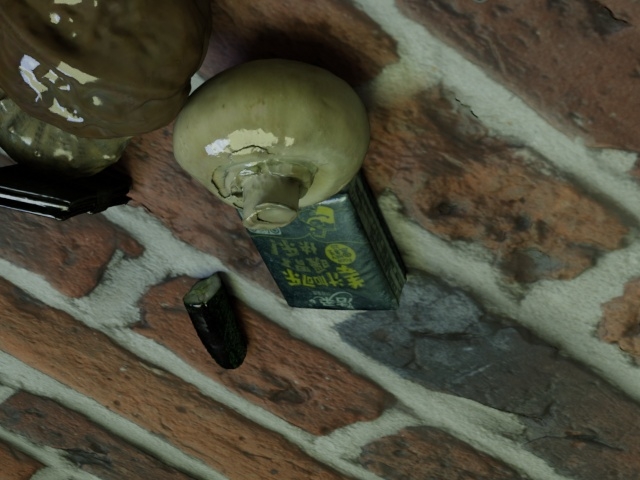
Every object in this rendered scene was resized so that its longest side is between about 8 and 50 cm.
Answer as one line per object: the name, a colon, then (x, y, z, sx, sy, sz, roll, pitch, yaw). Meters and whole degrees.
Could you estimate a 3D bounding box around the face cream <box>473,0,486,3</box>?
face cream: (0.187, -0.293, 1.380, 0.040, 0.021, 0.083, 30, 143, -15)

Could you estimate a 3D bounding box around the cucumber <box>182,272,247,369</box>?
cucumber: (-0.171, 0.145, 2.095, 0.075, 0.074, 0.241, 8, 144, 17)

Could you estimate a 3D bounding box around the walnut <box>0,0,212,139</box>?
walnut: (-0.265, -0.248, 1.479, 0.273, 0.227, 0.273, 15, 146, 10)

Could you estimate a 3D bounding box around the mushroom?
mushroom: (-0.062, -0.110, 1.567, 0.246, 0.202, 0.246, 2, 153, 1)

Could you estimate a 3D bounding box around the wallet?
wallet: (-0.378, -0.074, 1.754, 0.169, 0.044, 0.317, 13, -172, 5)

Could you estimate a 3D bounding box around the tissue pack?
tissue pack: (0.000, 0.000, 1.809, 0.185, 0.081, 0.257, 1, 141, 25)

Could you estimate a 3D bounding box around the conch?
conch: (-0.370, -0.165, 1.699, 0.210, 0.159, 0.291, 36, 144, -24)
